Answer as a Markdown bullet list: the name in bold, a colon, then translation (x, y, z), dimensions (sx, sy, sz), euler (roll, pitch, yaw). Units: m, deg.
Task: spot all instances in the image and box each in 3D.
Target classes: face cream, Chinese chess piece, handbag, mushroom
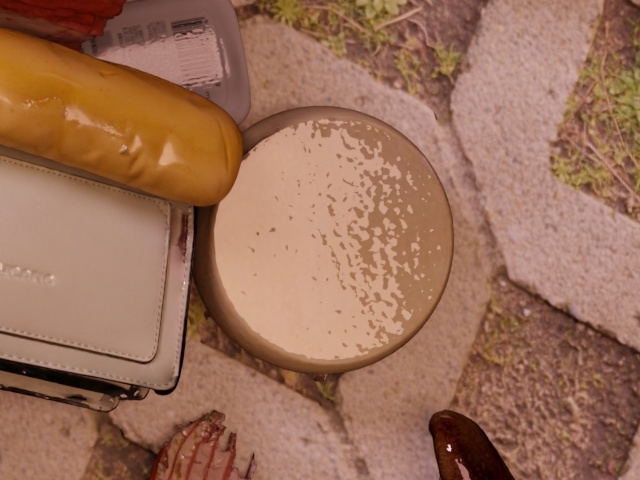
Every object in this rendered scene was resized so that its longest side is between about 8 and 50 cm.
- **face cream**: translation (-0.217, -0.154, 1.695), dimensions (0.291, 0.071, 0.144), euler (-13, 95, -13)
- **Chinese chess piece**: translation (0.000, 0.000, 1.735), dimensions (0.273, 0.102, 0.273), euler (0, 90, -14)
- **handbag**: translation (-0.305, 0.007, 1.597), dimensions (0.358, 0.160, 0.237), euler (15, 73, -27)
- **mushroom**: translation (0.107, 0.307, 1.772), dimensions (0.217, 0.148, 0.227), euler (-29, 88, 7)

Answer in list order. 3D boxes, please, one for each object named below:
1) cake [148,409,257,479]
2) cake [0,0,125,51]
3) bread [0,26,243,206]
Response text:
- **cake**: translation (-0.154, 0.303, 1.722), dimensions (0.098, 0.135, 0.287), euler (29, 65, -7)
- **cake**: translation (-0.278, -0.350, 1.531), dimensions (0.270, 0.319, 0.269), euler (13, 66, -18)
- **bread**: translation (-0.215, -0.121, 1.578), dimensions (0.305, 0.142, 0.091), euler (17, 108, -24)
